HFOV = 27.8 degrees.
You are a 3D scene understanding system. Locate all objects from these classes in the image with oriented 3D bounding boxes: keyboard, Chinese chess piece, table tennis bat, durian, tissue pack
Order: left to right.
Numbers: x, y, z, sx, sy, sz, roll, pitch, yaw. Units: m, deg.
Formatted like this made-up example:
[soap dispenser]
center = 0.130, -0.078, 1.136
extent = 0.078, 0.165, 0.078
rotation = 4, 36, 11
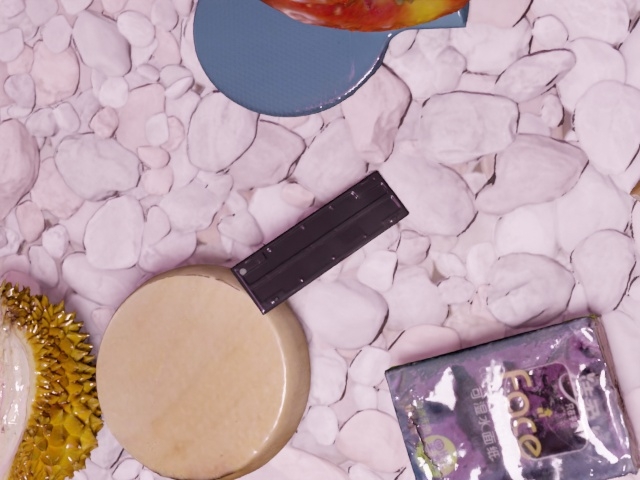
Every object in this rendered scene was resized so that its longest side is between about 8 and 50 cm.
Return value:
[durian]
center = -0.327, 0.165, 1.529
extent = 0.138, 0.183, 0.250
rotation = -7, 93, -10
[Chinese chess piece]
center = -0.132, 0.151, 1.479
extent = 0.250, 0.097, 0.251
rotation = 0, 91, 18
[keyboard]
center = 0.000, 0.000, 1.433
extent = 0.202, 0.011, 0.067
rotation = -34, 80, -13
[table tennis bat]
center = 0.006, -0.249, 1.463
extent = 0.329, 0.044, 0.215
rotation = -2, 88, 21
[tissue pack]
center = 0.204, 0.189, 1.376
extent = 0.235, 0.073, 0.173
rotation = -16, 86, 19

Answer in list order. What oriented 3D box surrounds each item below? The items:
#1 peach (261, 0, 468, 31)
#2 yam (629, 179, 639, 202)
[peach]
center = 0.044, -0.416, 1.300
extent = 0.353, 0.339, 0.417
rotation = -8, 69, -24
[yam]
center = 0.377, -0.096, 1.341
extent = 0.032, 0.032, 0.145
rotation = 42, 101, 14
